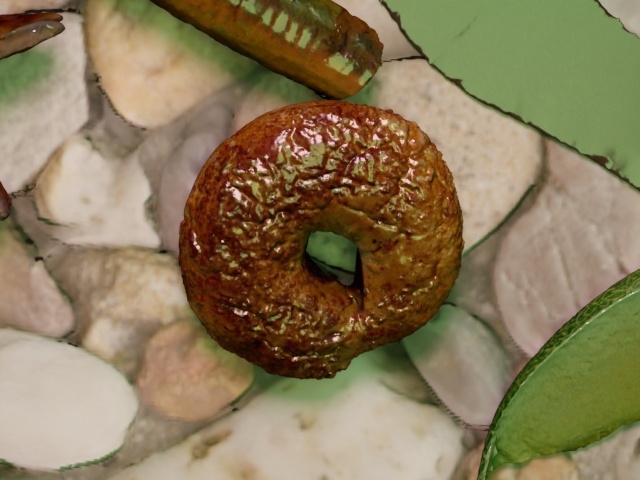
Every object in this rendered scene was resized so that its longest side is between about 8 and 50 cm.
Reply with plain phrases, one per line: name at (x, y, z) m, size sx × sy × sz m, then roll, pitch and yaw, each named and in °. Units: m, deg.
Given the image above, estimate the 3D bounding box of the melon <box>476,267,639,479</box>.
melon at (0.200, 0.085, 1.300) m, size 0.261 × 0.053 × 0.114 m, roll -36°, pitch 118°, yaw 3°

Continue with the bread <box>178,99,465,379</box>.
bread at (0.000, 0.000, 1.238) m, size 0.193 × 0.064 × 0.193 m, roll -1°, pitch 110°, yaw -4°

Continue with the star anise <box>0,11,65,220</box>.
star anise at (-0.298, -0.106, 1.188) m, size 0.288 × 0.088 × 0.288 m, roll -2°, pitch 110°, yaw -5°

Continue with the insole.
insole at (0.156, -0.121, 1.278) m, size 0.328 × 0.007 × 0.111 m, roll 35°, pitch 94°, yaw -9°

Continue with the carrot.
carrot at (-0.077, -0.171, 1.218) m, size 0.260 × 0.070 × 0.070 m, roll 31°, pitch 93°, yaw -11°
